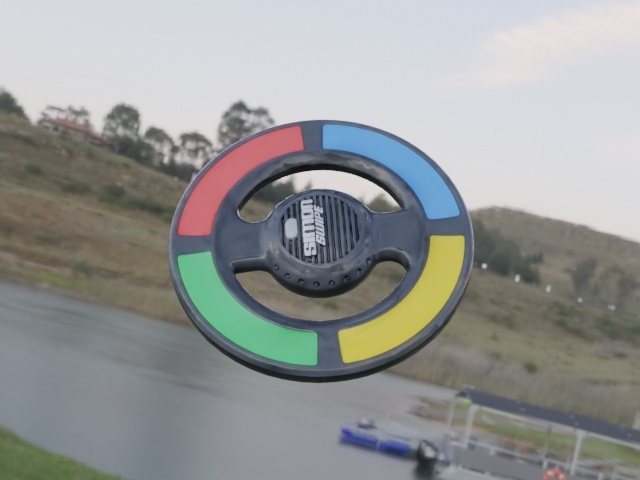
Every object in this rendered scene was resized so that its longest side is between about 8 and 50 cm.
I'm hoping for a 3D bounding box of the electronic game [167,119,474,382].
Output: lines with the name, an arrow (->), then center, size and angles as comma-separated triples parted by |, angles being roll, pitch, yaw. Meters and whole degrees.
electronic game -> 0.000, 0.000, 0.692 | 0.229, 0.229, 0.048 | 14, -31, 10
